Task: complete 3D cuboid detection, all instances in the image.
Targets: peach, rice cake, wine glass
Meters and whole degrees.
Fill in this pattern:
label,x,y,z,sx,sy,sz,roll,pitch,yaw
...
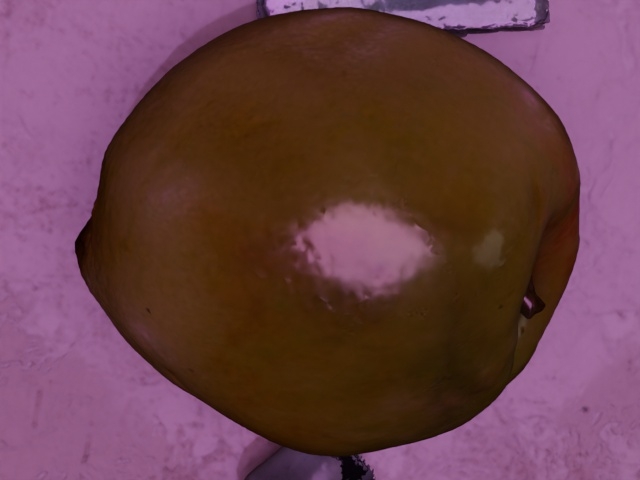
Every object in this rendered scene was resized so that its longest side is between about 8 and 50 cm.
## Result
label,x,y,z,sx,sy,sz,roll,pitch,yaw
peach,0.008,-0.003,1.312,0.315,0.281,0.314,27,102,3
rice cake,0.059,-0.167,1.409,0.211,0.034,0.043,-1,91,-2
wine glass,-0.047,0.223,1.448,0.079,0.079,0.195,40,97,-8
